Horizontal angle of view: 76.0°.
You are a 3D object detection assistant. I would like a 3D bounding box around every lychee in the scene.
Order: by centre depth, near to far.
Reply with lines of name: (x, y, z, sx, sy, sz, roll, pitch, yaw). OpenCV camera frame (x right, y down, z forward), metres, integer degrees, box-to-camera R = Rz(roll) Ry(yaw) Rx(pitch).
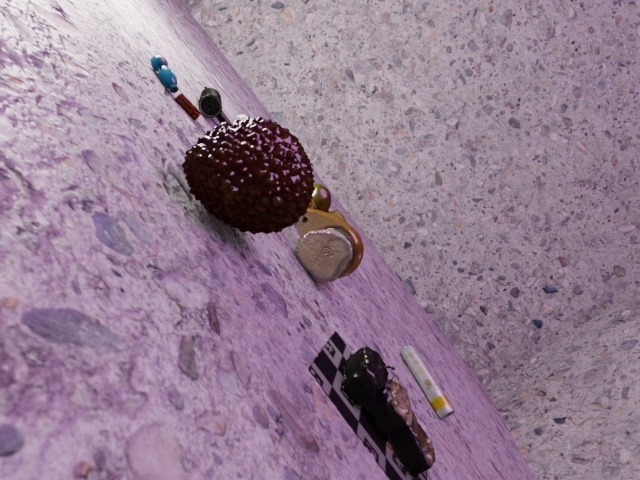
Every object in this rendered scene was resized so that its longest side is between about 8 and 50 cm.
lychee: (-0.152, -0.132, 0.844, 0.271, 0.271, 0.271, 50, 11, -13)

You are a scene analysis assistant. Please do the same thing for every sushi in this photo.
sushi: (0.156, 0.348, 0.873, 0.373, 0.100, 0.296, 53, 10, 5)

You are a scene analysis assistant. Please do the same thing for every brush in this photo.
brush: (0.000, 0.000, 1.243, 0.266, 0.174, 0.166, 47, 18, 18)

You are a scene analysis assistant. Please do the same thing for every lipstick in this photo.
lipstick: (0.371, 0.491, 1.440, 0.059, 0.059, 0.264, 39, 16, -51)

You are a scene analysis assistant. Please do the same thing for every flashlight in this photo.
flashlight: (-0.464, -0.494, 1.222, 0.129, 0.051, 0.051, 61, 12, 12)

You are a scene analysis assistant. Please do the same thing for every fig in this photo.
fig: (-0.004, -0.162, 1.799, 0.186, 0.142, 0.148, 26, 52, -39)

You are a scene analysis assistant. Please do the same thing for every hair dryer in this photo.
hair dryer: (-0.347, -0.433, 1.490, 0.248, 0.078, 0.195, 57, 6, -32)

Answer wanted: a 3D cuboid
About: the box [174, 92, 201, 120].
box: (-0.400, -0.405, 1.240, 0.082, 0.023, 0.051, 47, 12, -25)

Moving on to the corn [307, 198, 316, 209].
corn: (-0.137, -0.203, 1.471, 0.305, 0.106, 0.106, 49, 10, 1)

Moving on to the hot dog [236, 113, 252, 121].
hot dog: (-0.286, -0.477, 1.843, 0.144, 0.075, 0.268, 54, 12, 31)

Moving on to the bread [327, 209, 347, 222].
bread: (0.081, -0.008, 1.680, 0.230, 0.123, 0.230, 62, 2, -5)
